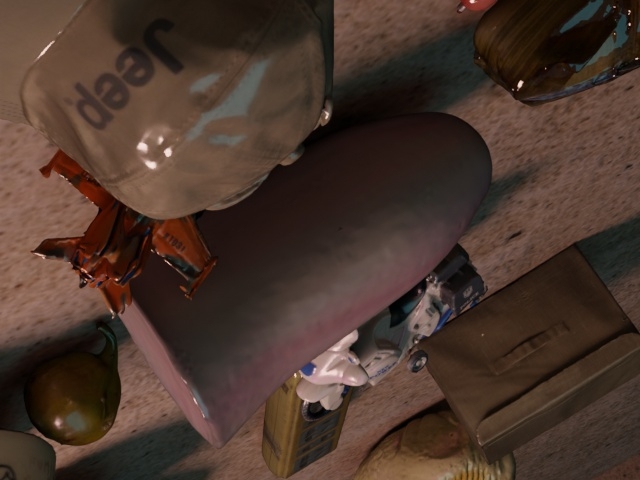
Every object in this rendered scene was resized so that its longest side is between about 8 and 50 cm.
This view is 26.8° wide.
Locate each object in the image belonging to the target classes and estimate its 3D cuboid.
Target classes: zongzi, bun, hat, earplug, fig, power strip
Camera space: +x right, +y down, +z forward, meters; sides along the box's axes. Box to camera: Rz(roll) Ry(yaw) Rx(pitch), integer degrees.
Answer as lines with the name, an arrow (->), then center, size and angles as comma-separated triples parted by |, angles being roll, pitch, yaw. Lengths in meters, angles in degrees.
zongzi -> 0.212, -0.199, 0.890 | 0.221, 0.112, 0.242 | -30, 158, -11
bun -> 0.153, 0.339, 1.908 | 0.244, 0.153, 0.243 | -14, 137, -13
hat -> -0.111, -0.089, 0.691 | 0.214, 0.149, 0.245 | -46, 165, 30
earplug -> 0.000, 0.000, 0.999 | 0.301, 0.172, 0.172 | -33, 159, -13
fig -> -0.194, 0.121, 1.099 | 0.098, 0.082, 0.084 | -44, 125, -12
power strip -> -0.010, 0.169, 1.445 | 0.092, 0.066, 0.387 | -27, 157, -17

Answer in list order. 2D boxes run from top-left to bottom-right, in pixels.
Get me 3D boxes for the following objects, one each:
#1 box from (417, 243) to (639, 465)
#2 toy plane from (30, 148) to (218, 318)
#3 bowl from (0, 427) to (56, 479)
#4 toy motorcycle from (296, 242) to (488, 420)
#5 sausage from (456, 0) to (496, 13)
box -> 0.255, 0.141, 1.619 | 0.231, 0.149, 0.155 | -32, 158, 1
toy plane -> -0.103, -0.043, 0.873 | 0.188, 0.135, 0.062 | -58, -153, -15
bowl -> -0.318, 0.249, 1.069 | 0.238, 0.126, 0.237 | -14, 159, -6
toy motorcycle -> 0.057, 0.072, 1.250 | 0.221, 0.102, 0.150 | -41, 147, -15
sausage -> 0.168, -0.228, 0.885 | 0.223, 0.029, 0.029 | -43, 155, 27
